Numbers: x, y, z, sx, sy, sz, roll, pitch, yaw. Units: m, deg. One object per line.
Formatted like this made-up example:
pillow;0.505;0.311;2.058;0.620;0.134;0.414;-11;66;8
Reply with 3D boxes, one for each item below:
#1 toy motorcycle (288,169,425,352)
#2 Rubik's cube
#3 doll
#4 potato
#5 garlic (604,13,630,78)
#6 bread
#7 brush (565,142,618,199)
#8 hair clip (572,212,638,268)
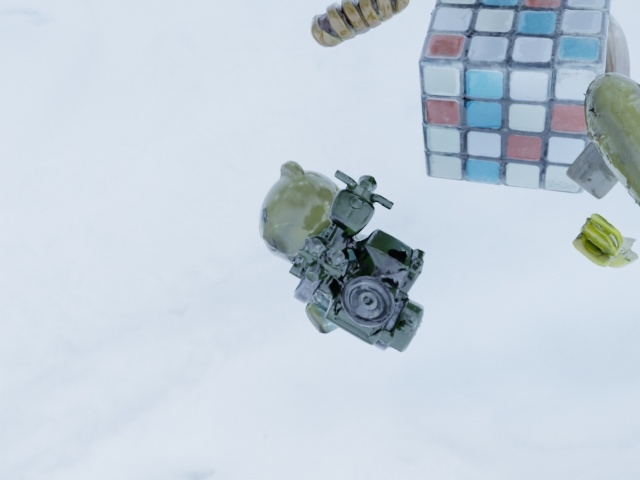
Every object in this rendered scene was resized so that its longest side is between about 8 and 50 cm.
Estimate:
toy motorcycle;0.068;0.029;1.163;0.205;0.275;0.127;30;134;1
Rubik's cube;0.300;-0.254;1.267;0.253;0.259;0.256;9;144;17
doll;0.000;0.000;1.386;0.261;0.161;0.177;52;155;20
potato;0.343;-0.094;0.869;0.085;0.105;0.188;-31;58;17
garlic;0.567;-0.348;1.689;0.143;0.112;0.318;-3;86;60
bread;0.085;-0.484;1.739;0.225;0.134;0.081;-24;110;14
brush;0.423;-0.192;1.006;0.060;0.050;0.321;43;104;22
hair clip;0.327;0.004;0.940;0.072;0.173;0.046;43;106;16
